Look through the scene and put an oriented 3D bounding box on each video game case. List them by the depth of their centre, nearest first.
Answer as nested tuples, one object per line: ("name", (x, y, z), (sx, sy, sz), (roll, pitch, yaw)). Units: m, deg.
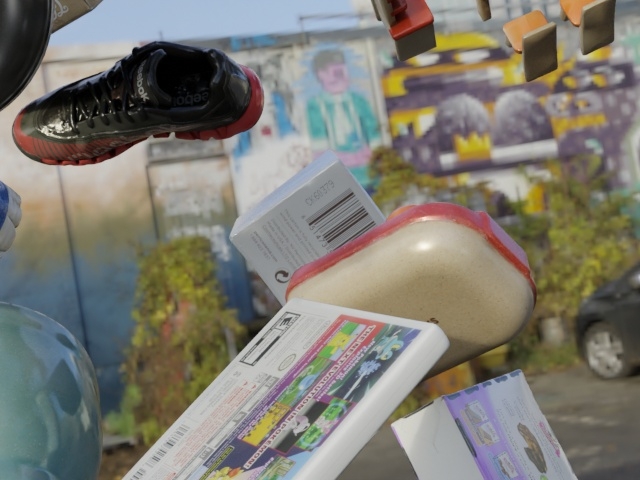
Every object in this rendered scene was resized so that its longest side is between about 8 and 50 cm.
("video game case", (-0.034, 0.121, 0.740), (0.201, 0.023, 0.183), (-46, 23, -20))

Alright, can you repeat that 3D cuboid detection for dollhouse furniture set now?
("dollhouse furniture set", (0.186, -0.320, 1.345), (0.259, 0.262, 0.135), (-25, -26, 0))

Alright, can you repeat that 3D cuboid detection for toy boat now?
("toy boat", (0.077, 0.029, 1.025), (0.231, 0.151, 0.151), (-29, 31, 34))

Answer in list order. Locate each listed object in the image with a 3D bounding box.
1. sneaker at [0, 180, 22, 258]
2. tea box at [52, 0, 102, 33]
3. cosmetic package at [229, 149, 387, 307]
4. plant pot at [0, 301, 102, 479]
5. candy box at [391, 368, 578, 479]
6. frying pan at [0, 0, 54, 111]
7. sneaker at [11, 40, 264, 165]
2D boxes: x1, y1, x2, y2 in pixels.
("sneaker", (-0.411, -0.053, 0.917), (0.330, 0.129, 0.147), (1, -32, 15))
("tea box", (-0.365, -0.343, 1.112), (0.329, 0.323, 0.220), (-16, 31, 40))
("cosmetic package", (0.000, 0.000, 1.335), (0.151, 0.151, 0.183), (-36, 6, 3))
("plant pot", (-0.343, 0.232, 1.119), (0.293, 0.293, 0.196), (-9, 36, -19))
("candy box", (0.176, 0.227, 1.147), (0.070, 0.164, 0.196), (-34, -15, 28))
("frying pan", (-0.278, -0.227, 0.757), (0.197, 0.326, 0.053), (2, 16, -1))
("sneaker", (-0.202, -0.148, 1.211), (0.276, 0.097, 0.135), (-10, -13, 5))
